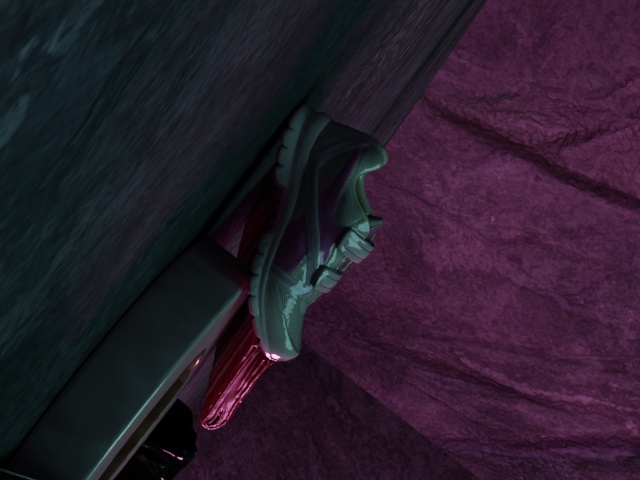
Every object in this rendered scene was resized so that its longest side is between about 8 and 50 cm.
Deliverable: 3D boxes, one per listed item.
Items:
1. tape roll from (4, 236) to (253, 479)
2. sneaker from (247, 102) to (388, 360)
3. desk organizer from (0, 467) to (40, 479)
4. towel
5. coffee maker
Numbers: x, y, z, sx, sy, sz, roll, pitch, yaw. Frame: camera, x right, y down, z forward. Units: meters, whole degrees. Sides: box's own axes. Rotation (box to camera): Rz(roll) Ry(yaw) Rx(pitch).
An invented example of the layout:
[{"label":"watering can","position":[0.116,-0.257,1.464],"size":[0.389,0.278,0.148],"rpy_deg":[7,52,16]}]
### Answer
[{"label":"tape roll","position":[-0.204,0.167,1.738],"size":[0.392,0.072,0.392],"rpy_deg":[-52,177,-3]},{"label":"sneaker","position":[0.000,0.000,1.693],"size":[0.103,0.111,0.252],"rpy_deg":[-46,149,-78]},{"label":"desk organizer","position":[-0.239,0.240,1.506],"size":[0.047,0.050,0.130],"rpy_deg":[-53,139,7]},{"label":"towel","position":[-0.068,0.052,1.893],"size":[0.199,0.031,0.275],"rpy_deg":[126,-21,-53]},{"label":"coffee maker","position":[-0.239,0.269,2.025],"size":[0.178,0.120,0.171],"rpy_deg":[-51,177,19]}]
